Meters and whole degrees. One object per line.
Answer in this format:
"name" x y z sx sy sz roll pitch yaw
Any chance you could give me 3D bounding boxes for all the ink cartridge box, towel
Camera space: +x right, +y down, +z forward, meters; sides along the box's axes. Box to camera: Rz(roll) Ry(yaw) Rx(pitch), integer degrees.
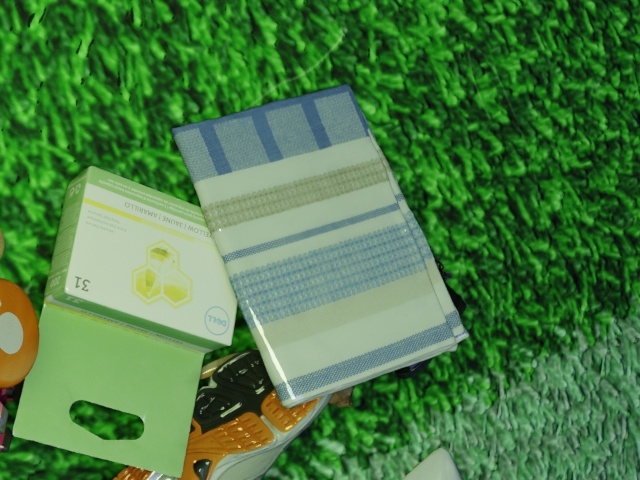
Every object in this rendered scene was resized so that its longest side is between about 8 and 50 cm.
"ink cartridge box" -0.161 0.073 1.067 0.171 0.056 0.235 22 62 -31
"towel" 0.000 0.000 1.136 0.209 0.034 0.285 -18 78 -29

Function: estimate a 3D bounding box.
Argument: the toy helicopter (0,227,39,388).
"toy helicopter" -0.318 -0.061 0.914 0.235 0.140 0.355 44 43 -53

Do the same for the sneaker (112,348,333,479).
"sneaker" -0.087 0.203 1.150 0.262 0.099 0.121 -40 149 -7

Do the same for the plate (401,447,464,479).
"plate" 0.102 0.414 1.317 0.278 0.045 0.277 -37 114 -19

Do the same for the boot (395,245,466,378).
"boot" 0.094 0.069 1.260 0.121 0.045 0.099 -51 120 -21

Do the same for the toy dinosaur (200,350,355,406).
"toy dinosaur" -0.038 0.119 1.183 0.211 0.064 0.112 16 91 -30

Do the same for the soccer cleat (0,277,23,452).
"soccer cleat" -0.332 0.186 0.993 0.143 0.116 0.331 9 80 -8
